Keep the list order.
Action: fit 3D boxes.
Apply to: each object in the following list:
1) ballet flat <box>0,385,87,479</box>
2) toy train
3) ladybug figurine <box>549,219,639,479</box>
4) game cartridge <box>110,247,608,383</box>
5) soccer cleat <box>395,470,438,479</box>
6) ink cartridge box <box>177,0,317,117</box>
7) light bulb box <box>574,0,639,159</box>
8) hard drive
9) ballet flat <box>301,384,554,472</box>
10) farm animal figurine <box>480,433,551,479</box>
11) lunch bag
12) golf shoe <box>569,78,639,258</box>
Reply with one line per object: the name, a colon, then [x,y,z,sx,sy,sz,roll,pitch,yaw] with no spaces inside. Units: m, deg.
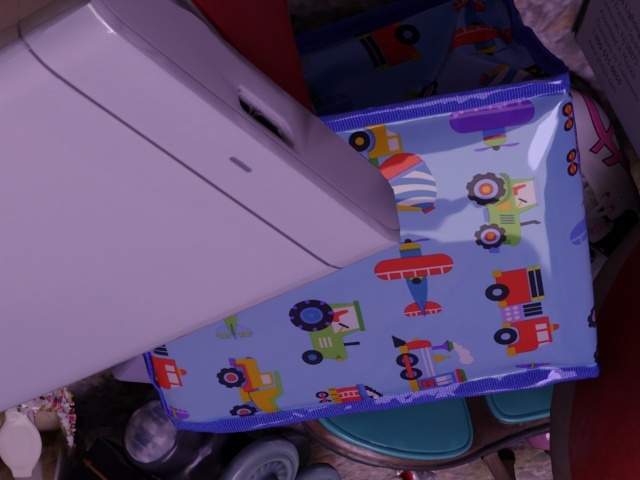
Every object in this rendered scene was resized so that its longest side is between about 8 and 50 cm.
ballet flat: [-0.218,0.145,1.092,0.091,0.077,0.241,-6,146,-4]
toy train: [-0.078,0.230,1.186,0.190,0.142,0.334,-53,146,-4]
ladybug figurine: [0.335,0.073,0.960,0.449,0.305,0.162,-43,171,-24]
game cartridge: [0.049,0.042,1.099,0.355,0.068,0.230,10,141,-38]
soccer cleat: [0.094,0.227,1.422,0.035,0.029,0.083,-26,151,-6]
ink cartridge box: [-0.127,-0.131,0.663,0.272,0.130,0.309,-22,148,15]
light bulb box: [0.335,-0.110,0.745,0.225,0.358,0.361,-11,147,-17]
hard drive: [-0.171,0.009,0.703,0.353,0.047,0.233,-23,147,24]
ballet flat: [0.101,0.129,1.123,0.280,0.095,0.096,-2,156,-25]
farm animal figurine: [0.343,0.201,1.377,0.326,0.172,0.330,10,137,-38]
lunch bag: [0.000,0.000,0.886,0.293,0.138,0.221,-15,127,-2]
golf shoe: [0.177,-0.045,1.010,0.067,0.086,0.186,-29,145,19]
